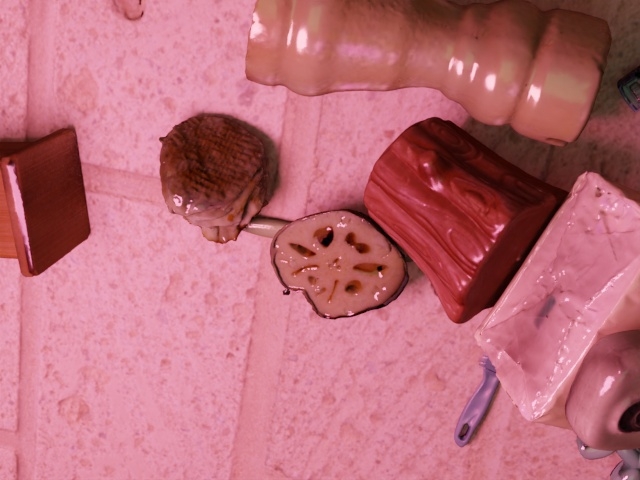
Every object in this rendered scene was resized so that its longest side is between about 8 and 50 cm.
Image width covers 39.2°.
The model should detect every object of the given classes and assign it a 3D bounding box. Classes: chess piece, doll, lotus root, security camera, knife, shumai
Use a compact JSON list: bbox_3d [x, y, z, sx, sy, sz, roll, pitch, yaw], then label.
[{"bbox_3d":[0.137,-0.257,1.169,0.442,0.234,0.234,16,111,0],"label":"chess piece"},{"bbox_3d":[0.501,0.329,1.396,0.159,0.059,0.158,45,111,-5],"label":"doll"},{"bbox_3d":[0.032,0.023,1.344,0.204,0.078,0.183,-12,118,22],"label":"lotus root"},{"bbox_3d":[0.429,0.169,1.040,0.302,0.080,0.157,-2,122,-21],"label":"security camera"},{"bbox_3d":[0.273,0.197,1.417,0.045,0.019,0.313,23,110,5],"label":"knife"},{"bbox_3d":[-0.166,-0.088,1.357,0.184,0.184,0.142,25,143,1],"label":"shumai"},{"bbox_3d":[0.000,-0.001,1.393,0.293,0.020,0.043,8,112,6],"label":"knife"}]

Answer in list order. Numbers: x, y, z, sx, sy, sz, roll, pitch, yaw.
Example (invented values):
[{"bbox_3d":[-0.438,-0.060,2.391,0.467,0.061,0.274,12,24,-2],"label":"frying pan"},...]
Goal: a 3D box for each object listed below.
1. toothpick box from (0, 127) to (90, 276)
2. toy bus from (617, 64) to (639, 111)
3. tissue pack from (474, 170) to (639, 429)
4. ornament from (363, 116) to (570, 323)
[{"bbox_3d":[-0.545,-0.065,1.390,0.308,0.190,0.187,2,111,14],"label":"toothpick box"},{"bbox_3d":[0.471,-0.235,1.200,0.153,0.061,0.051,-36,98,18],"label":"toy bus"},{"bbox_3d":[0.442,0.109,1.179,0.381,0.207,0.297,16,114,-28],"label":"tissue pack"},{"bbox_3d":[0.186,-0.042,1.214,0.235,0.221,0.217,-47,62,0],"label":"ornament"}]
